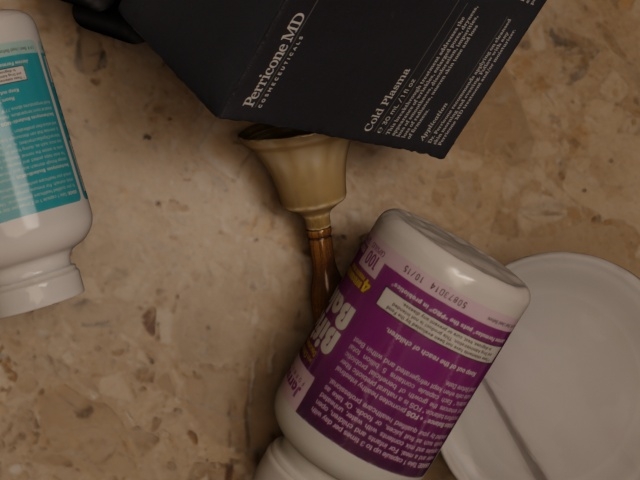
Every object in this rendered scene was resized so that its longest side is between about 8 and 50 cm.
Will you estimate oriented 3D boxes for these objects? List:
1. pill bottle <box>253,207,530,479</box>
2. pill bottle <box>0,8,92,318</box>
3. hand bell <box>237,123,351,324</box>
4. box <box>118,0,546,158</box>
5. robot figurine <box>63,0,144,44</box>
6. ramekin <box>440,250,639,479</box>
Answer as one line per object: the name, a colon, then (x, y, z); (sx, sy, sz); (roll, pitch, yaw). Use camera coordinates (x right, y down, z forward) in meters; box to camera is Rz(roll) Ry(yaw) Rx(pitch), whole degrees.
pill bottle: (0.059, 0.135, 1.268); (0.169, 0.169, 0.302); (27, 100, -15)
pill bottle: (-0.296, -0.066, 1.195); (0.146, 0.146, 0.264); (-17, 94, -17)
hand bell: (0.000, 0.000, 1.321); (0.126, 0.126, 0.242); (-14, 105, -17)
box: (0.053, -0.272, 1.149); (0.312, 0.179, 0.343); (5, 124, -50)
robot figurine: (-0.148, -0.324, 1.228); (0.173, 0.209, 0.278); (30, 81, -1)
ramekin: (0.253, 0.152, 1.312); (0.127, 0.272, 0.273); (17, 83, -54)
